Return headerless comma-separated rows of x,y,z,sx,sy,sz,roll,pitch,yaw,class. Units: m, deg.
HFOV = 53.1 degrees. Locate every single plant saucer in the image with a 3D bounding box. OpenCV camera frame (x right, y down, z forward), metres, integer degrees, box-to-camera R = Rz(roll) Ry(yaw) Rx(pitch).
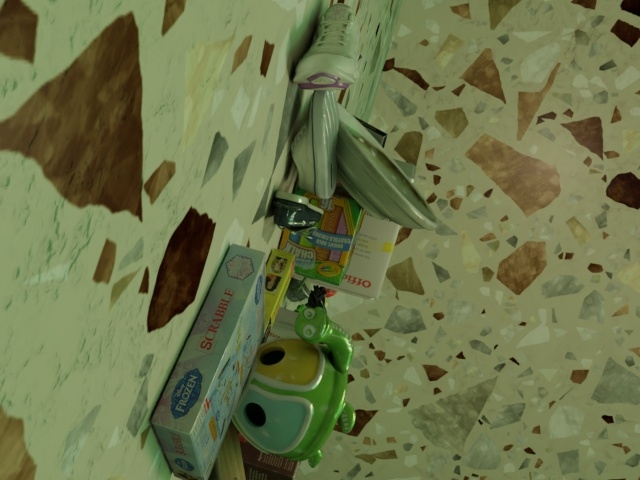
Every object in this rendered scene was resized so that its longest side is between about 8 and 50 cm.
0.115,-0.158,1.513,0.100,0.400,0.400,-41,-177,15,plant saucer

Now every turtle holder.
-0.057,0.311,1.334,0.320,0.227,0.243,-46,-151,46,turtle holder

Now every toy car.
-0.035,0.218,2.082,0.225,0.053,0.239,-40,-178,22,toy car

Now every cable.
0.000,0.191,1.697,0.184,0.047,0.151,61,28,-66,cable

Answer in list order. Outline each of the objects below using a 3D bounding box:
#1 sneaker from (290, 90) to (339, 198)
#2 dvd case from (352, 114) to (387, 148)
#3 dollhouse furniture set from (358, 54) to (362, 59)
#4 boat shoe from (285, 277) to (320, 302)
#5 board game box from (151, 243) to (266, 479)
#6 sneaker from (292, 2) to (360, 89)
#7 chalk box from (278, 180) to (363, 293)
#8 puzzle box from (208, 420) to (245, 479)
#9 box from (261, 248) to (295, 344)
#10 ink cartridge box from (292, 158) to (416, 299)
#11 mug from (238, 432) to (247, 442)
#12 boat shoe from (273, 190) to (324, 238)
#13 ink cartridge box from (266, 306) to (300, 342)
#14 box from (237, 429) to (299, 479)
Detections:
-0.018,-0.198,1.326,0.094,0.091,0.258,-58,156,-48,sneaker
0.098,-0.252,1.921,0.029,0.179,0.239,-34,148,-42,dvd case
0.027,-0.441,1.462,0.081,0.091,0.114,56,8,-30,dollhouse furniture set
-0.058,0.122,2.079,0.099,0.116,0.319,-31,-171,7,boat shoe
-0.176,0.221,1.098,0.319,0.065,0.318,99,9,-56,board game box
0.014,-0.358,1.184,0.305,0.114,0.152,-72,164,-69,sneaker
0.000,0.000,1.641,0.180,0.179,0.289,-54,160,-74,chalk box
-0.181,0.604,1.318,0.409,0.052,0.272,-110,-155,-44,puzzle box
-0.121,0.137,1.463,0.087,0.058,0.232,98,10,-55,box
0.086,-0.058,1.844,0.160,0.279,0.385,-65,171,-67,ink cartridge box
-0.170,0.433,1.653,0.150,0.113,0.169,-39,166,-8,mug
-0.050,-0.052,1.406,0.254,0.095,0.079,30,76,-83,boat shoe
-0.106,0.287,1.718,0.127,0.128,0.176,-62,168,-66,ink cartridge box
-0.152,0.582,1.753,0.167,0.203,0.168,-68,173,-45,box
